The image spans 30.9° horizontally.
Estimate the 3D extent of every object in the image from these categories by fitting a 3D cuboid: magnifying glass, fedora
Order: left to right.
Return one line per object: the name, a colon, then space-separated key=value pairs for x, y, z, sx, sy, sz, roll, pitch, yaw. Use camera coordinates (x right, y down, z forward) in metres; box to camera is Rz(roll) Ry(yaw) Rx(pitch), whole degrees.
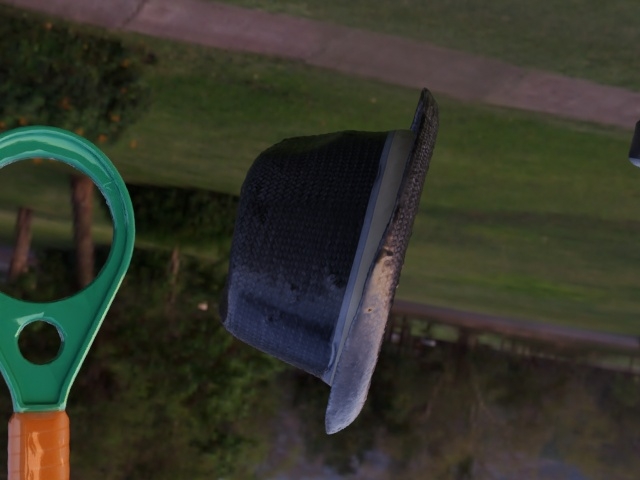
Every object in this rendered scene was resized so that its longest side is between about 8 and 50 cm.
magnifying glass: x=-0.137 y=0.059 z=0.566 sx=0.092 sy=0.231 sz=0.026 roll=1 pitch=173 yaw=-18
fedora: x=0.000 y=0.000 z=1.043 sx=0.152 sy=0.334 sz=0.334 roll=15 pitch=171 yaw=2

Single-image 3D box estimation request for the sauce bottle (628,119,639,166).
sauce bottle: x=0.254 y=-0.198 z=0.631 sx=0.111 sy=0.344 sz=0.111 roll=15 pitch=-172 yaw=-2
